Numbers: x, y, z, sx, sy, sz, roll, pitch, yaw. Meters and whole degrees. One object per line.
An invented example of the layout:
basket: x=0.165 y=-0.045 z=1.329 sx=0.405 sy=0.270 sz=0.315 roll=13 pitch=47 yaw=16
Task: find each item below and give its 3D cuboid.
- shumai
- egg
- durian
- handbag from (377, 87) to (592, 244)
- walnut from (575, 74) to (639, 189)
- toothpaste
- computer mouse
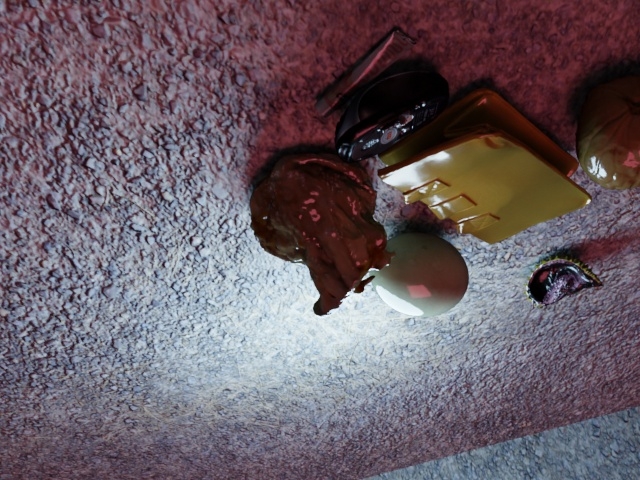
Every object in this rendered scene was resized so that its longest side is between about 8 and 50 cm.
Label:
shumai: x=0.000 y=0.000 z=1.818 sx=0.266 sy=0.263 sz=0.314 roll=-18 pitch=145 yaw=6
egg: x=0.217 y=0.075 z=2.070 sx=0.253 sy=0.187 sz=0.186 roll=8 pitch=141 yaw=-33
durian: x=0.593 y=0.085 z=2.330 sx=0.186 sy=0.119 sz=0.108 roll=-25 pitch=-177 yaw=23
handbag: x=0.323 y=-0.133 z=1.861 sx=0.283 sy=0.133 sz=0.401 roll=-30 pitch=144 yaw=32
walnut: x=0.586 y=-0.200 z=1.777 sx=0.227 sy=0.228 sz=0.228 roll=-9 pitch=147 yaw=-6
toothpaste: x=0.074 y=-0.287 z=1.620 sx=0.205 sy=0.036 sz=0.056 roll=-38 pitch=143 yaw=26
computer mouse: x=0.116 y=-0.228 z=1.654 sx=0.233 sy=0.096 sz=0.137 roll=-30 pitch=168 yaw=-13
